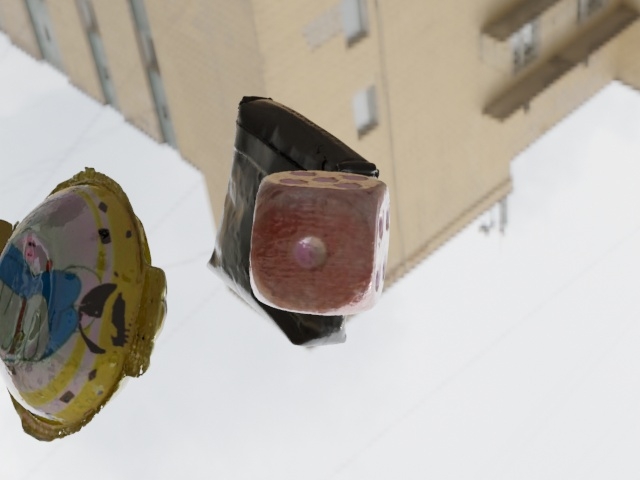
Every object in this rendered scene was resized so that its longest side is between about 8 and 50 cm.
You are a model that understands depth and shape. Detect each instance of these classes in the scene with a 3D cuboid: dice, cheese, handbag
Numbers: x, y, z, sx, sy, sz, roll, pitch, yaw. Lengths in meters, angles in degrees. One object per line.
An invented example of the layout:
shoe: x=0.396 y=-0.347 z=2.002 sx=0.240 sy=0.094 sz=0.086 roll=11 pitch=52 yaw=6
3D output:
dice: x=0.000 y=0.000 z=0.982 sx=0.094 sy=0.093 sz=0.091 roll=7 pitch=-168 yaw=9
cheese: x=-0.165 y=0.032 z=0.788 sx=0.064 sy=0.157 sz=0.250 roll=13 pitch=177 yaw=-38
handbag: x=-0.041 y=-0.023 z=1.472 sx=0.080 sy=0.223 sz=0.247 roll=-6 pitch=-154 yaw=-32
